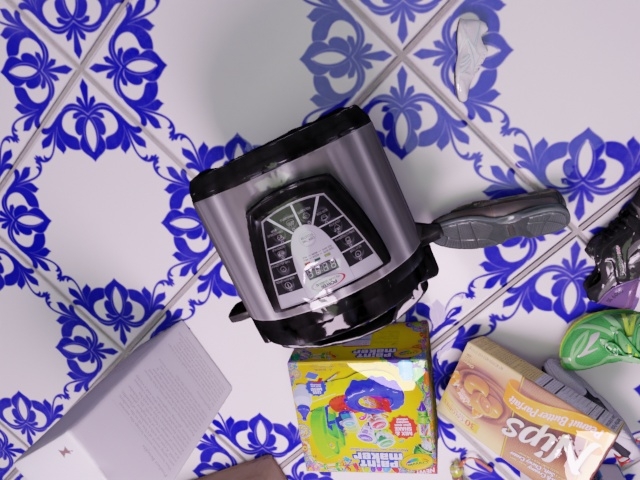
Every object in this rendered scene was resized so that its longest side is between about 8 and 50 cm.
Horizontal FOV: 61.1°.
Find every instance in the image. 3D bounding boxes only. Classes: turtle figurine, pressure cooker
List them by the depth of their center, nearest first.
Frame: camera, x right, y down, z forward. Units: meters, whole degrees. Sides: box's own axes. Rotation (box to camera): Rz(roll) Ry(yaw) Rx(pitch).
[{"bbox_3d":[0.002,-0.002,1.025,0.370,0.376,0.420,-9,109,50],"label":"pressure cooker"},{"bbox_3d":[0.337,0.661,1.306,0.218,0.087,0.269,-21,102,17],"label":"turtle figurine"}]

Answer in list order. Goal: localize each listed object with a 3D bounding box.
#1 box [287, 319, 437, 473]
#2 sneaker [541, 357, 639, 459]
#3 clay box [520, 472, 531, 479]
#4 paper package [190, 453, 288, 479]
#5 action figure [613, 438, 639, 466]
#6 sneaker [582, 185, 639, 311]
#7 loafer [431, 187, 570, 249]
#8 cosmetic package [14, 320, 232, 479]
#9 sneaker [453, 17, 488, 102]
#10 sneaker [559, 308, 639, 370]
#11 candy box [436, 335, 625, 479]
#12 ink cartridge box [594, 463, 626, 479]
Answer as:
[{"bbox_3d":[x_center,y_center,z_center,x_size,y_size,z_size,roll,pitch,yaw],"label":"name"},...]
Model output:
[{"bbox_3d":[0.105,0.346,1.209,0.290,0.177,0.278,-5,107,14],"label":"box"},{"bbox_3d":[0.544,0.390,1.174,0.268,0.101,0.153,45,111,2],"label":"sneaker"},{"bbox_3d":[0.559,0.582,1.196,0.222,0.053,0.127,6,112,44],"label":"clay box"},{"bbox_3d":[-0.189,0.762,1.407,0.310,0.168,0.324,-26,100,18],"label":"paper package"},{"bbox_3d":[0.707,0.458,1.196,0.115,0.030,0.038,-30,104,14],"label":"action figure"},{"bbox_3d":[0.582,0.001,1.041,0.124,0.107,0.283,8,109,16],"label":"sneaker"},{"bbox_3d":[0.354,-0.046,1.097,0.268,0.084,0.096,-8,136,18],"label":"loafer"},{"bbox_3d":[-0.388,0.389,1.178,0.162,0.453,0.230,-31,98,19],"label":"cosmetic package"},{"bbox_3d":[0.283,-0.337,1.022,0.061,0.053,0.152,3,107,8],"label":"sneaker"},{"bbox_3d":[0.626,0.194,1.078,0.296,0.123,0.109,-22,100,17],"label":"sneaker"},{"bbox_3d":[0.418,0.359,1.116,0.317,0.088,0.182,31,112,33],"label":"candy box"},{"bbox_3d":[0.651,0.578,1.213,0.052,0.088,0.122,-2,107,9],"label":"ink cartridge box"}]
